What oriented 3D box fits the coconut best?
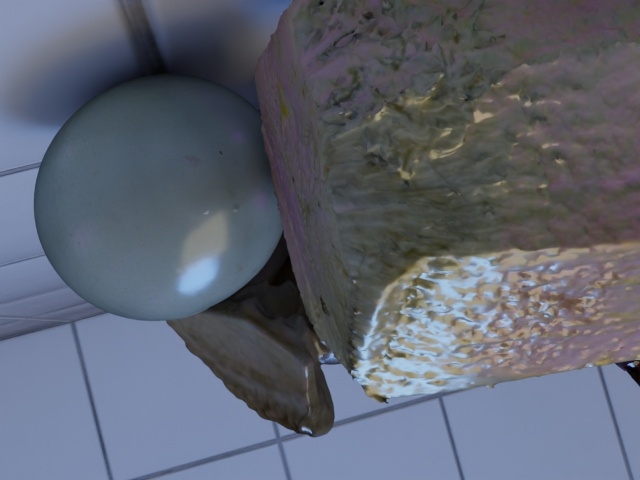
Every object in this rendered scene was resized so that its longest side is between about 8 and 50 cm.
[{"bbox_3d":[0.104,-0.051,0.426,0.245,0.233,0.233,-12,175,-9],"label":"coconut"}]

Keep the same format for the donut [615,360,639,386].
[{"bbox_3d":[0.288,-0.075,0.508,0.136,0.259,0.345,26,129,-25],"label":"donut"}]

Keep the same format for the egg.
[{"bbox_3d":[-0.097,-0.026,0.561,0.151,0.151,0.209,-13,178,-29],"label":"egg"}]

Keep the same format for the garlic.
[{"bbox_3d":[0.000,-0.001,0.721,0.279,0.132,0.325,6,-138,35],"label":"garlic"}]
